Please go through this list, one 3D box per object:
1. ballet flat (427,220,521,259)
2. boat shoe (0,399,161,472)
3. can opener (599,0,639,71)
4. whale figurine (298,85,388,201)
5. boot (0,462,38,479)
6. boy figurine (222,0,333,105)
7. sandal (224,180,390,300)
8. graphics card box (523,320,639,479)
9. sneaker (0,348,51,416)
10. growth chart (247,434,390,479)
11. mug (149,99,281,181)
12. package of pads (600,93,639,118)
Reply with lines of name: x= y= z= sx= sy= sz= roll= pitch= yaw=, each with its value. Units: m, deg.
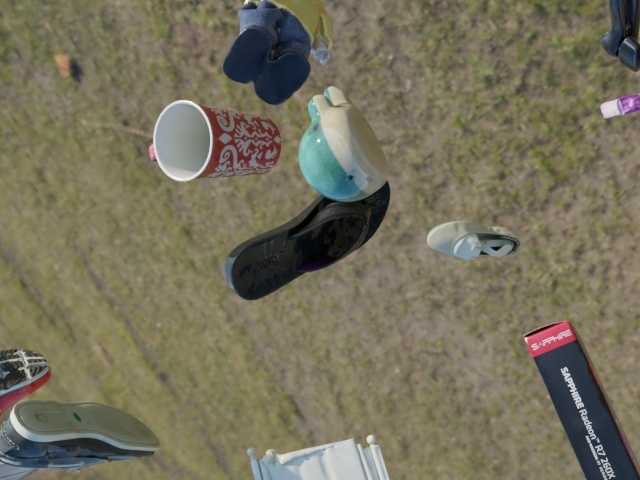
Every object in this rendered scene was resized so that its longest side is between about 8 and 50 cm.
ballet flat: x=0.347 y=0.005 z=2.239 sx=0.086 sy=0.248 sz=0.086 roll=2 pitch=92 yaw=54
boat shoe: x=-0.311 y=0.258 z=1.310 sx=0.233 sy=0.079 sz=0.084 roll=16 pitch=-157 yaw=-47
can opener: x=0.428 y=-0.312 z=1.419 sx=0.073 sy=0.059 sz=0.186 roll=36 pitch=167 yaw=30
whale figurine: x=0.030 y=-0.180 z=1.910 sx=0.216 sy=0.141 sz=0.272 roll=47 pitch=-160 yaw=-32
boot: x=-0.575 y=0.424 z=1.715 sx=0.095 sy=0.258 sz=0.123 roll=22 pitch=112 yaw=39
boy figurine: x=-0.061 y=-0.301 z=1.326 sx=0.177 sy=0.285 sz=0.092 roll=30 pitch=125 yaw=-20
sandal: x=0.000 y=0.003 z=2.243 sx=0.107 sy=0.446 sz=0.167 roll=24 pitch=141 yaw=53
graphics card box: x=0.486 y=0.329 z=1.815 sx=0.370 sy=0.094 sz=0.233 roll=70 pitch=-167 yaw=14
sneaker: x=-0.545 y=0.273 z=1.608 sx=0.107 sy=0.279 sz=0.118 roll=52 pitch=170 yaw=54
growth chart: x=0.006 y=0.415 z=1.697 sx=0.021 sy=0.237 sz=0.171 roll=-71 pitch=-27 yaw=-88
mug: x=-0.157 y=-0.149 z=1.487 sx=0.150 sy=0.169 sz=0.113 roll=24 pitch=107 yaw=33
package of pads: x=0.540 y=-0.240 z=1.815 sx=0.083 sy=0.050 sz=0.032 roll=-155 pitch=50 yaw=-85
